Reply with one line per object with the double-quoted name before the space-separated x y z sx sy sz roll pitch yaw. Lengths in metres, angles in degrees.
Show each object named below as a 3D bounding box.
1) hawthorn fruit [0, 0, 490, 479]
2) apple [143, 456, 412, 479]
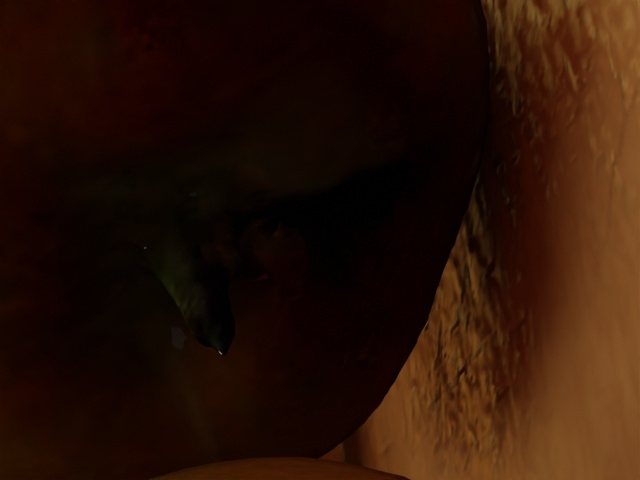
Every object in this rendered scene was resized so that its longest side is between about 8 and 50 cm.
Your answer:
"hawthorn fruit" -0.072 -0.037 0.564 0.301 0.267 0.268 -115 30 -50
"apple" -0.010 0.174 0.365 0.253 0.253 0.254 -178 90 -75
